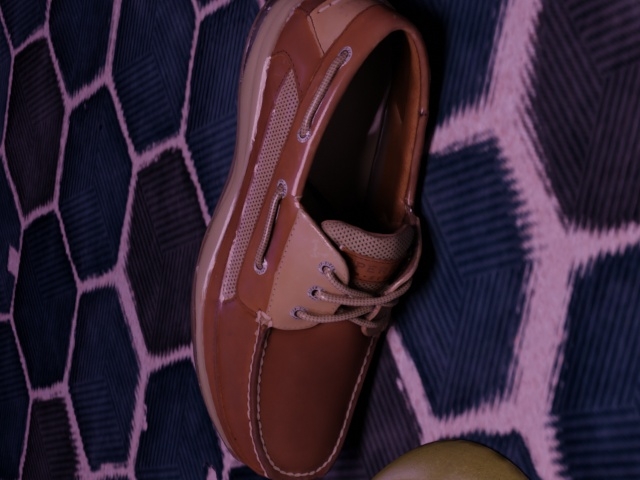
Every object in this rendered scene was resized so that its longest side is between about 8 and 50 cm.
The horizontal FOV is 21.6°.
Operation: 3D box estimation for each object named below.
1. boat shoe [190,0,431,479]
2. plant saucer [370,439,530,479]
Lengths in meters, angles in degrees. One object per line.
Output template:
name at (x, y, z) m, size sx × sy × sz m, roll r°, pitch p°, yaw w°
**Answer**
boat shoe at (0.000, 0.000, 1.057) m, size 0.120 × 0.122 × 0.324 m, roll 24°, pitch 112°, yaw 55°
plant saucer at (0.061, 0.238, 0.999) m, size 0.241 × 0.037 × 0.241 m, roll -17°, pitch 69°, yaw 53°
